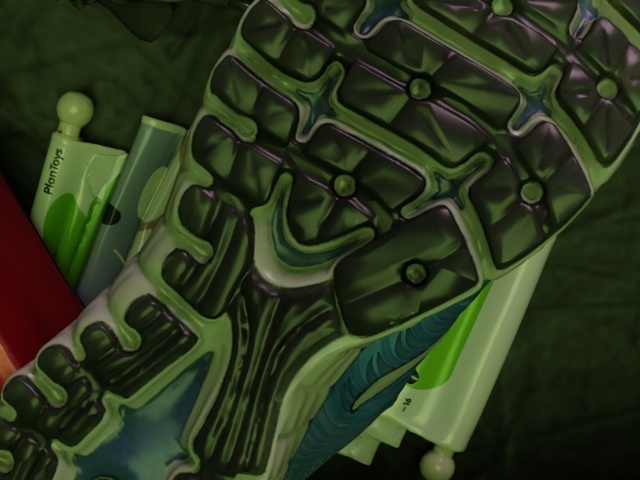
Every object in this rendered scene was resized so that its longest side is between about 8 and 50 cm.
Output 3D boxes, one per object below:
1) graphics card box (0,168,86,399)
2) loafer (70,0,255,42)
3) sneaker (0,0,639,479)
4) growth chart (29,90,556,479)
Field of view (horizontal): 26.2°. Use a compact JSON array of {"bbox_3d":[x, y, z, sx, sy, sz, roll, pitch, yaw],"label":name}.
[{"bbox_3d":[-0.313,0.031,0.563,0.370,0.094,0.233,-27,100,10],"label":"graphics card box"},{"bbox_3d":[-0.043,-0.105,0.541,0.267,0.096,0.084,9,110,-4],"label":"loafer"},{"bbox_3d":[0.000,0.000,0.519,0.130,0.147,0.330,44,100,5],"label":"sneaker"},{"bbox_3d":[-0.021,0.016,0.605,0.237,0.021,0.172,12,102,-3],"label":"growth chart"}]
